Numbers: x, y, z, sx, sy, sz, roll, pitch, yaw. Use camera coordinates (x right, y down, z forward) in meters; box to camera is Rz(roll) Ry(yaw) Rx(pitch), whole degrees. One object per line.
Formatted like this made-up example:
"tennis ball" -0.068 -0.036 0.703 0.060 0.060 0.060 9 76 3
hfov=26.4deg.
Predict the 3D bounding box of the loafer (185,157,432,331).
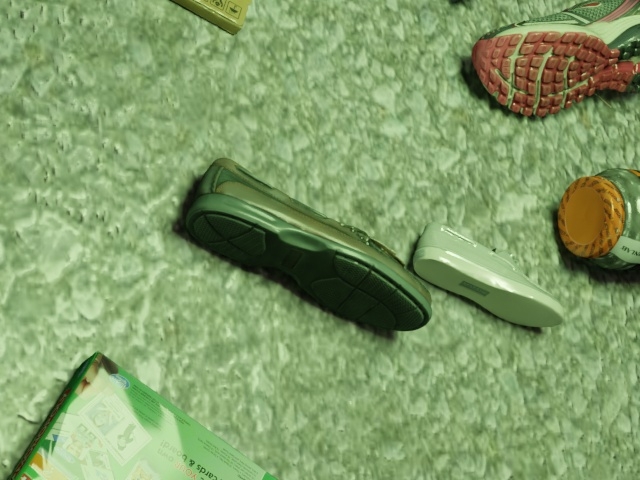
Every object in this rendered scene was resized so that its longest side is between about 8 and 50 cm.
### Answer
"loafer" 0.000 0.000 1.341 0.268 0.096 0.084 26 52 -18

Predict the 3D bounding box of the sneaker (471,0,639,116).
"sneaker" 0.297 -0.228 1.627 0.299 0.120 0.112 -9 46 -34

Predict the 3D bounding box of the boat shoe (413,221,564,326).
"boat shoe" 0.183 0.036 1.462 0.184 0.066 0.063 22 60 -12

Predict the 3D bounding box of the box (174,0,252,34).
"box" -0.151 -0.328 1.430 0.201 0.021 0.164 27 58 -20

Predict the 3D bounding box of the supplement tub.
"supplement tub" 0.374 -0.022 1.569 0.190 0.117 0.117 2 68 -32

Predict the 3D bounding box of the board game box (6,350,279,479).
"board game box" -0.122 0.271 1.170 0.317 0.046 0.213 38 55 -13
